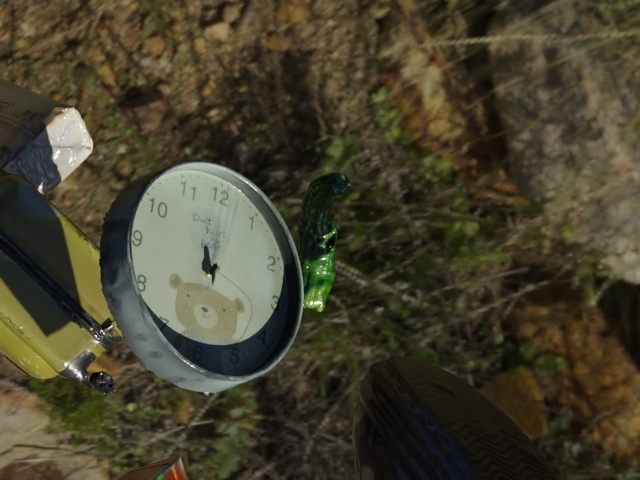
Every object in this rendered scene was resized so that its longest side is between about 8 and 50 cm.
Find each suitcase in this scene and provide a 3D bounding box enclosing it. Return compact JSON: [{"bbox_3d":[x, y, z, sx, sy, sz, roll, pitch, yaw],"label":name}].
[{"bbox_3d":[-0.290,0.044,1.188,0.143,0.194,0.235,-47,108,-12],"label":"suitcase"}]

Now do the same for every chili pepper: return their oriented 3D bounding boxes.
[{"bbox_3d":[0.000,-0.005,1.401,0.050,0.073,0.182,6,114,-7],"label":"chili pepper"}]

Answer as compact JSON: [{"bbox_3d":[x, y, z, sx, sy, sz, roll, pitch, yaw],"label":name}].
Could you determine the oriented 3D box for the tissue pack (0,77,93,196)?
[{"bbox_3d":[-0.409,-0.108,1.446,0.186,0.222,0.090,-51,138,-22],"label":"tissue pack"}]

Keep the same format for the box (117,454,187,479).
[{"bbox_3d":[-0.122,0.228,0.876,0.048,0.175,0.112,-17,88,2],"label":"box"}]

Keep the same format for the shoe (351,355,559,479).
[{"bbox_3d":[0.121,0.306,1.139,0.171,0.237,0.384,13,31,-42],"label":"shoe"}]

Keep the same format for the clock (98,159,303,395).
[{"bbox_3d":[-0.040,0.012,0.424,0.085,0.017,0.085,21,60,-41],"label":"clock"}]
